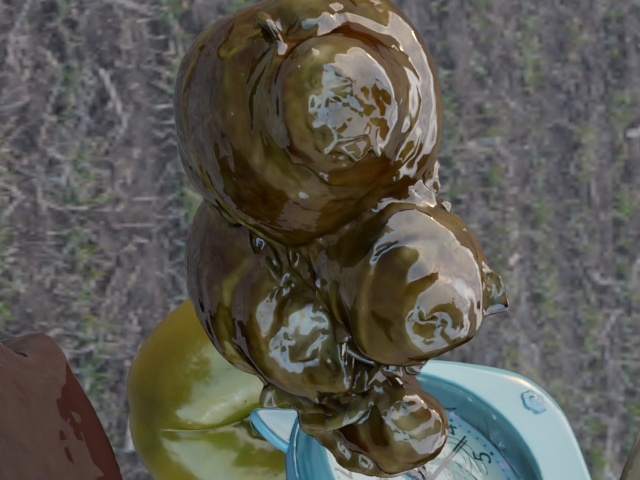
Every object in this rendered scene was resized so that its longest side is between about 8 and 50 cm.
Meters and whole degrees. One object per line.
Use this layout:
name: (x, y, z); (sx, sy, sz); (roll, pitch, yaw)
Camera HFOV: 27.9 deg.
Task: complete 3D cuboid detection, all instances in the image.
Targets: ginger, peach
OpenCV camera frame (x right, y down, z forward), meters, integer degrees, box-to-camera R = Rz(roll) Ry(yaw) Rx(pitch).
ginger: (-0.002, -0.009, 0.774); (0.357, 0.152, 0.274); (96, -19, -50)
peach: (-0.063, 0.153, 1.233); (0.251, 0.153, 0.251); (-4, 106, -12)

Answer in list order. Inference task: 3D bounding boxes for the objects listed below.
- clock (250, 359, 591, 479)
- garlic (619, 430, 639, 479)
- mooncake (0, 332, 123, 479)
clock: (0.076, 0.193, 0.977); (0.274, 0.094, 0.223); (9, 41, -18)
garlic: (0.177, 0.118, 0.540); (0.228, 0.110, 0.217); (-58, 165, -10)
mooncake: (-0.262, 0.166, 0.836); (0.334, 0.174, 0.326); (65, 12, -7)
